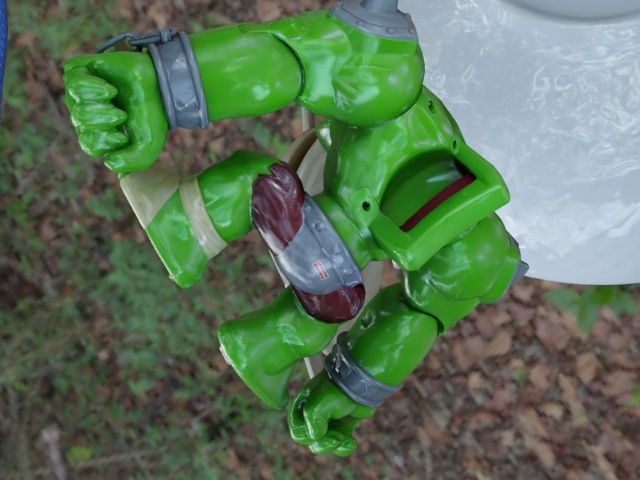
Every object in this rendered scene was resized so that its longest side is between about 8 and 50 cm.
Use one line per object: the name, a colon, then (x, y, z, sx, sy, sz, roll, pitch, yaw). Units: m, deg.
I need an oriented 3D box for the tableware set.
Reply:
tableware set: (0.000, 0.000, 0.811, 0.039, 0.128, 0.194, 19, 150, 23)

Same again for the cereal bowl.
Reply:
cereal bowl: (0.183, -0.144, 0.854, 0.339, 0.339, 0.141, 37, 156, 32)

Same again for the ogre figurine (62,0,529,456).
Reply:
ogre figurine: (0.004, -0.007, 0.472, 0.197, 0.118, 0.097, 61, -177, -16)

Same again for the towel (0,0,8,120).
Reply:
towel: (-0.251, -0.089, 0.470, 0.285, 0.034, 0.209, 15, 120, 6)
